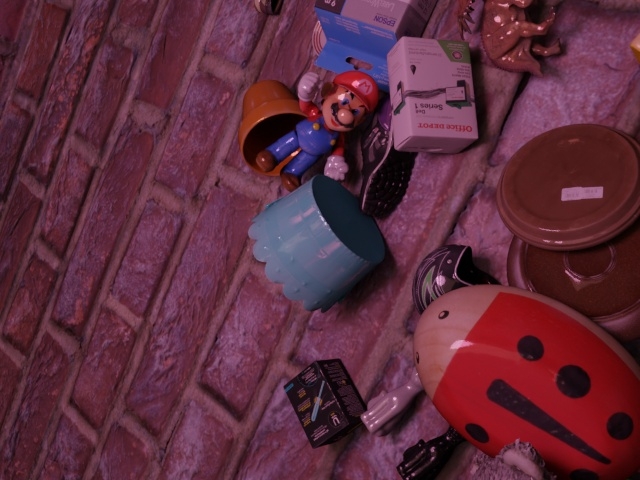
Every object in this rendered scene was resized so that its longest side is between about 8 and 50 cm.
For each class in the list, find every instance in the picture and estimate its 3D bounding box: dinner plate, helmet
[{"bbox_3d":[0.040,-0.526,1.589,0.141,0.017,0.141,-5,82,36],"label":"dinner plate"},{"bbox_3d":[0.265,0.095,1.256,0.161,0.169,0.169,46,111,14],"label":"helmet"}]

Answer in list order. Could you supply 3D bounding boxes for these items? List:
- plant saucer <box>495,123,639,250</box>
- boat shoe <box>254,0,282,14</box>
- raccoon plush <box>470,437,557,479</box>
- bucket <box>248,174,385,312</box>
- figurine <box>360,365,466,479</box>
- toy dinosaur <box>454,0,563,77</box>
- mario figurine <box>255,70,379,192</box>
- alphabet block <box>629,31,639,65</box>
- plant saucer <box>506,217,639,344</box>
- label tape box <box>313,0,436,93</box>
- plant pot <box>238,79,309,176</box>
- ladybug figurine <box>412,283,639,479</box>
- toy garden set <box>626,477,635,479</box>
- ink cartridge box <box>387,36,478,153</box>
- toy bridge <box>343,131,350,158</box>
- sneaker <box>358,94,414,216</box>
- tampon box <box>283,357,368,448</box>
[{"bbox_3d":[0.460,-0.110,1.155,0.278,0.041,0.277,-16,54,24],"label":"plant saucer"},{"bbox_3d":[-0.110,-0.720,1.690,0.073,0.080,0.223,31,107,29],"label":"boat shoe"},{"bbox_3d":[0.416,0.476,0.989,0.216,0.447,0.299,-42,46,41],"label":"raccoon plush"},{"bbox_3d":[0.000,0.000,1.398,0.183,0.281,0.281,-37,64,25],"label":"bucket"},{"bbox_3d":[0.217,0.369,1.311,0.209,0.092,0.215,-46,59,13],"label":"figurine"},{"bbox_3d":[0.363,-0.430,1.259,0.200,0.127,0.295,-17,78,22],"label":"toy dinosaur"},{"bbox_3d":[0.002,-0.245,1.400,0.320,0.198,0.170,-44,62,20],"label":"mario figurine"},{"bbox_3d":[0.657,-0.319,1.006,0.197,0.193,0.192,-51,57,20],"label":"alphabet block"},{"bbox_3d":[0.488,0.036,1.128,0.311,0.050,0.310,-11,67,27],"label":"plant saucer"},{"bbox_3d":[0.124,-0.554,1.461,0.249,0.115,0.347,30,98,31],"label":"label tape box"},{"bbox_3d":[-0.115,-0.299,1.576,0.205,0.205,0.188,-41,46,25],"label":"plant pot"},{"bbox_3d":[0.354,0.255,1.058,0.449,0.162,0.305,28,106,19],"label":"ladybug figurine"},{"bbox_3d":[0.518,0.459,1.097,0.204,0.049,0.244,26,100,34],"label":"toy garden set"},{"bbox_3d":[0.236,-0.304,1.320,0.092,0.160,0.219,146,121,-71],"label":"ink cartridge box"},{"bbox_3d":[0.045,-0.231,1.517,0.026,0.063,0.188,9,93,36],"label":"toy bridge"},{"bbox_3d":[0.142,-0.195,1.439,0.124,0.107,0.283,25,96,52],"label":"sneaker"},{"bbox_3d":[0.015,0.372,1.437,0.120,0.101,0.161,-42,63,25],"label":"tampon box"}]
